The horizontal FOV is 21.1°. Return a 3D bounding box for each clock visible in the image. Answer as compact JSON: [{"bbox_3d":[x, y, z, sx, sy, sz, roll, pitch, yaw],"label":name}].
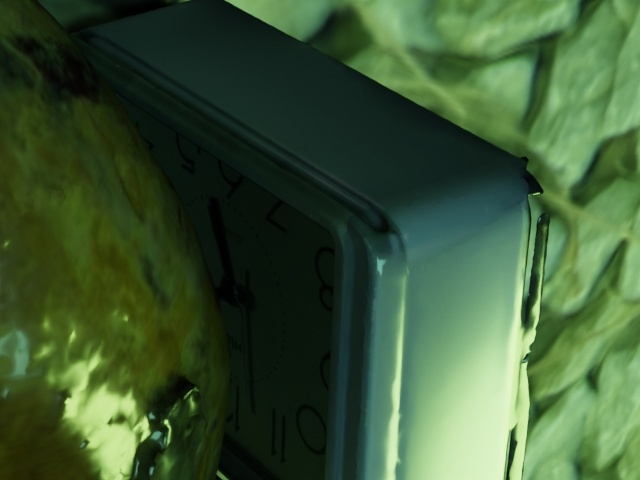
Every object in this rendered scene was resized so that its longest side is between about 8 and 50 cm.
[{"bbox_3d":[-0.018,0.015,0.584,0.073,0.193,0.145,-18,124,-33],"label":"clock"}]

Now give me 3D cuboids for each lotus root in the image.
[{"bbox_3d":[-0.121,0.028,0.503,0.193,0.193,0.291,-36,134,-22],"label":"lotus root"}]
